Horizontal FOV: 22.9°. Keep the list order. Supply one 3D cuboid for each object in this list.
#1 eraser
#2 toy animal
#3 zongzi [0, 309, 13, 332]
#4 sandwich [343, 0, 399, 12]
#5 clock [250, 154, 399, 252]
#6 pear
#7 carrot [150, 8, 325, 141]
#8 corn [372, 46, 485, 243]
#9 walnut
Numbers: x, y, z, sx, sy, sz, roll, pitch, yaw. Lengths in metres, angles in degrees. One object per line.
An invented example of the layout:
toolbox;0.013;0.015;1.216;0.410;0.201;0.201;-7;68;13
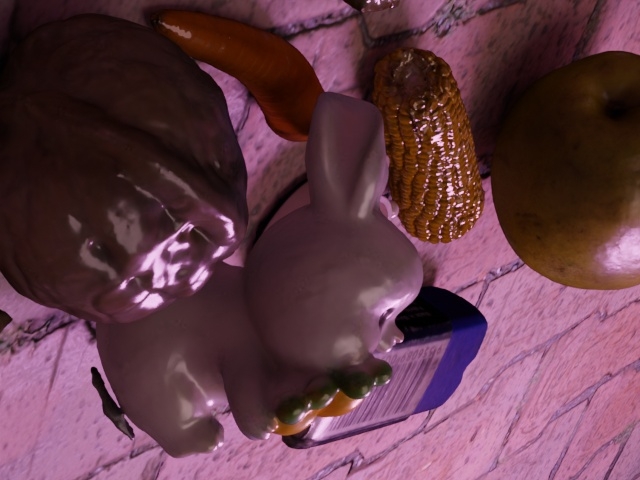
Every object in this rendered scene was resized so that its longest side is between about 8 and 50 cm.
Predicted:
eraser;0.062;0.135;1.801;0.332;0.101;0.155;-7;129;-56
toy animal;-0.039;0.042;1.341;0.310;0.247;0.183;-28;166;18
zongzi;-0.277;0.025;1.138;0.204;0.094;0.205;-26;144;-47
sandwich;0.089;-0.278;1.293;0.236;0.128;0.122;-23;150;-43
clock;0.000;0.000;1.578;0.156;0.063;0.229;-12;137;-55
pear;0.312;-0.071;1.783;0.253;0.253;0.307;-41;164;-20
carrot;-0.054;-0.146;1.315;0.271;0.066;0.062;40;49;-62
corn;0.111;-0.093;1.589;0.106;0.106;0.293;-44;154;-15
walnut;-0.152;-0.049;1.124;0.224;0.224;0.224;-37;151;-26
